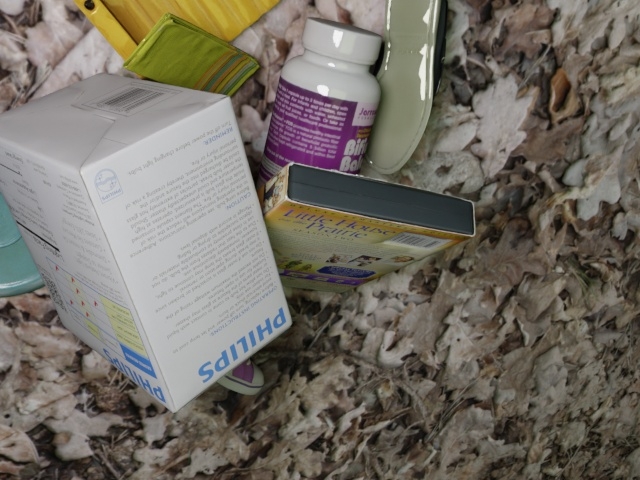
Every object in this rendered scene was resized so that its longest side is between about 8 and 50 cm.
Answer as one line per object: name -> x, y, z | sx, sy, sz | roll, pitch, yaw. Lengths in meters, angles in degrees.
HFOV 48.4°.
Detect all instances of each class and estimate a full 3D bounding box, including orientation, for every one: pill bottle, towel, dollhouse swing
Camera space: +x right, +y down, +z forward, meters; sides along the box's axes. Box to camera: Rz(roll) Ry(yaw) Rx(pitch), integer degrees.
pill bottle -> 0.004, -0.199, 1.167 | 0.169, 0.169, 0.302 | 5, 114, -23
towel -> -0.184, -0.261, 1.062 | 0.102, 0.021, 0.237 | -45, 161, 16
dollhouse swing -> -0.160, -0.385, 0.933 | 0.346, 0.305, 0.315 | -39, 122, 0

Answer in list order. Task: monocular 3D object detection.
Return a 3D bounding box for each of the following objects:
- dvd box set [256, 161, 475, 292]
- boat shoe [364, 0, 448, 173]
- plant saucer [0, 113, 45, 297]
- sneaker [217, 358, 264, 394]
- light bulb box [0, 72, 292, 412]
dvd box set -> 0.000, 0.000, 1.155 | 0.307, 0.420, 0.062 | 9, 71, -24
boat shoe -> 0.151, -0.285, 1.220 | 0.113, 0.127, 0.340 | -28, 126, -59
plant saucer -> -0.515, -0.041, 1.120 | 0.317, 0.044, 0.318 | -8, 117, -17
sneaker -> -0.170, 0.169, 1.326 | 0.161, 0.102, 0.282 | -45, 122, 1
light bulb box -> -0.264, -0.017, 1.016 | 0.225, 0.357, 0.361 | -34, 126, -31
